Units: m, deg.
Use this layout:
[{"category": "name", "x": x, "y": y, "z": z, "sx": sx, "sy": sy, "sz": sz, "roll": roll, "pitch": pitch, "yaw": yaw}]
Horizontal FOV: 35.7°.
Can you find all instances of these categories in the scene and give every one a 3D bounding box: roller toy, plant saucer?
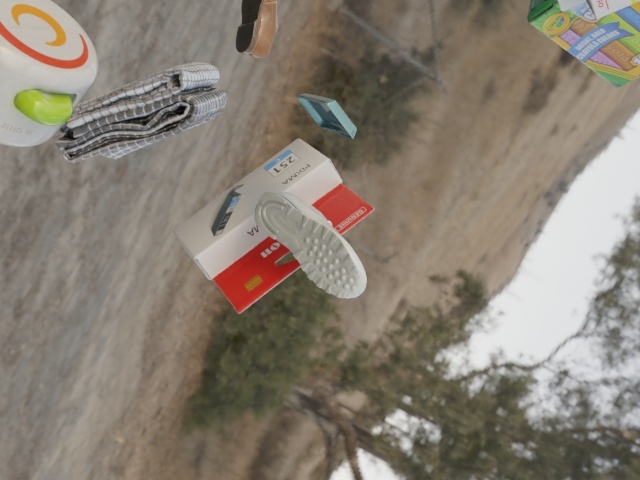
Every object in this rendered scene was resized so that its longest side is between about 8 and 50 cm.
[{"category": "roller toy", "x": -0.396, "y": -0.222, "z": 1.268, "sx": 0.146, "sy": 0.191, "sz": 0.209, "roll": -45, "pitch": -161, "yaw": 28}, {"category": "plant saucer", "x": 0.009, "y": -0.191, "z": 1.498, "sx": 0.018, "sy": 0.067, "sz": 0.192, "roll": -40, "pitch": -162, "yaw": -3}]

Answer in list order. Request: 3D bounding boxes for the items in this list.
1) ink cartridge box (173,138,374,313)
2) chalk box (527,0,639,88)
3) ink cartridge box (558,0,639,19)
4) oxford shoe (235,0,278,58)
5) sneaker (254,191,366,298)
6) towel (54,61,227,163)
[{"category": "ink cartridge box", "x": -0.088, "y": -0.036, "z": 1.741, "sx": 0.296, "sy": 0.066, "sz": 0.261, "roll": -37, "pitch": -147, "yaw": -7}, {"category": "chalk box", "x": 0.466, "y": -0.421, "z": 1.639, "sx": 0.179, "sy": 0.289, "sz": 0.180, "roll": -27, "pitch": -142, "yaw": 54}, {"category": "ink cartridge box", "x": 0.421, "y": -0.388, "z": 1.410, "sx": 0.181, "sy": 0.104, "sz": 0.062, "roll": -22, "pitch": -142, "yaw": 14}, {"category": "oxford shoe", "x": -0.119, "y": -0.481, "z": 2.077, "sx": 0.076, "sy": 0.076, "sz": 0.212, "roll": 7, "pitch": -98, "yaw": 49}, {"category": "sneaker", "x": 0.000, "y": 0.000, "z": 1.609, "sx": 0.090, "sy": 0.235, "sz": 0.094, "roll": -53, "pitch": 155, "yaw": 21}, {"category": "towel", "x": -0.324, "y": -0.225, "z": 1.797, "sx": 0.283, "sy": 0.121, "sz": 0.235, "roll": -18, "pitch": -170, "yaw": 13}]
